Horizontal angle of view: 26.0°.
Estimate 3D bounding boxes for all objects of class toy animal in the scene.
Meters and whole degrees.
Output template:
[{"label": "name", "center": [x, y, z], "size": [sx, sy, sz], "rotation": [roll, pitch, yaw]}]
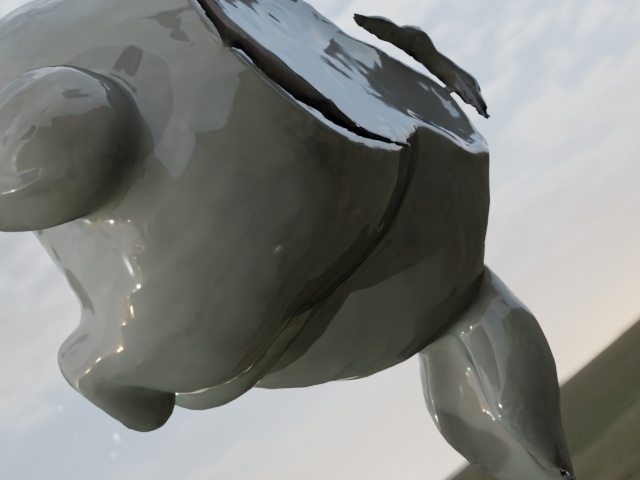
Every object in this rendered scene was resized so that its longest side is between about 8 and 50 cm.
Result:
[{"label": "toy animal", "center": [-0.005, -0.006, 0.554], "size": [0.325, 0.208, 0.154], "rotation": [28, -63, -37]}]
